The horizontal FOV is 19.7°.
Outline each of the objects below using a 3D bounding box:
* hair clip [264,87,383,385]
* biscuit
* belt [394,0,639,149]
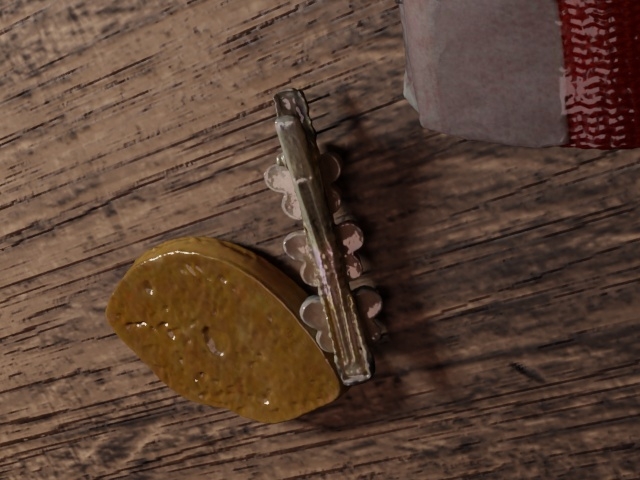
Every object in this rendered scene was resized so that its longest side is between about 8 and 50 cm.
[{"bbox_3d":[0.001,-0.003,1.254,0.062,0.056,0.214,-9,117,13],"label":"hair clip"},{"bbox_3d":[-0.069,0.065,1.358,0.220,0.029,0.142,11,122,33],"label":"biscuit"},{"bbox_3d":[0.130,-0.130,1.026,0.201,0.128,0.124,10,120,35],"label":"belt"}]
